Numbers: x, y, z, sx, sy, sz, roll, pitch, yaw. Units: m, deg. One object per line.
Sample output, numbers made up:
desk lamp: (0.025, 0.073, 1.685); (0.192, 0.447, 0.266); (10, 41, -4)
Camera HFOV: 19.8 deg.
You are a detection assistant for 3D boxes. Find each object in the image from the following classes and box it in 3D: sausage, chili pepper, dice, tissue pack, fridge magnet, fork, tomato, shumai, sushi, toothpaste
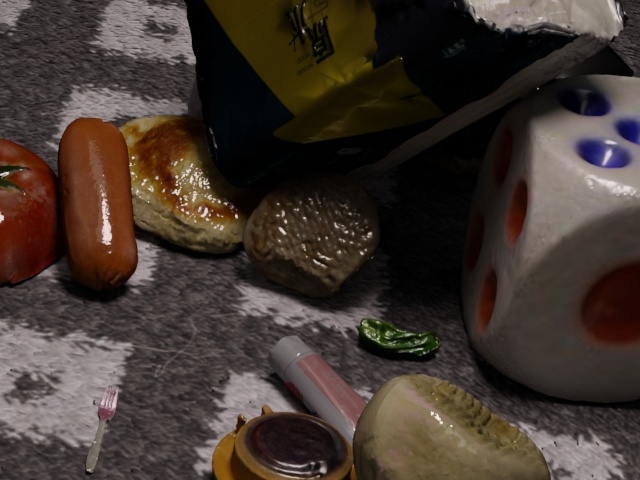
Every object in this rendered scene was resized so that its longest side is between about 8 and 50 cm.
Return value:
sausage: (-0.232, -0.036, 1.899); (0.076, 0.076, 0.197); (0, 61, -16)
chili pepper: (0.079, 0.100, 1.863); (0.091, 0.030, 0.034); (12, 8, -2)
dice: (0.290, -0.006, 1.873); (0.243, 0.259, 0.251); (7, 33, -8)
tissue pack: (0.075, -0.241, 1.893); (0.253, 0.416, 0.264); (1, 71, -43)
fridge magnet: (-0.026, 0.203, 1.648); (0.143, 0.063, 0.143); (8, 30, -4)
fork: (-0.203, 0.176, 1.691); (0.016, 0.012, 0.115); (6, 38, 1)
tomato: (-0.362, -0.045, 1.916); (0.225, 0.085, 0.225); (9, 31, -6)
shumai: (0.002, -0.003, 1.941); (0.145, 0.145, 0.116); (19, -8, 13)
sushi: (0.190, -0.179, 2.152); (0.227, 0.212, 0.215); (-14, 51, -33)
toothpaste: (0.023, 0.164, 1.746); (0.067, 0.043, 0.194); (-16, 47, -38)

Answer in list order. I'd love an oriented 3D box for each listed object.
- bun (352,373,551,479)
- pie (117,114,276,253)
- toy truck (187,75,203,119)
bun: (0.112, 0.206, 1.623); (0.178, 0.128, 0.193); (36, 11, 14)
pie: (-0.142, -0.071, 2.008); (0.205, 0.084, 0.179); (25, 36, 16)
toy truck: (-0.044, -0.175, 2.161); (0.216, 0.116, 0.110); (4, 34, -10)
